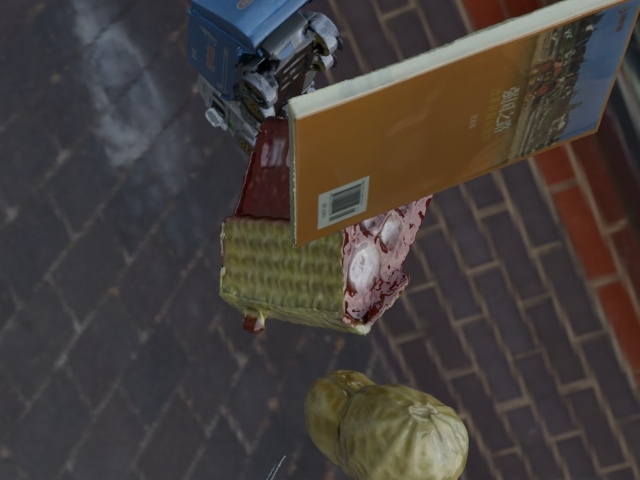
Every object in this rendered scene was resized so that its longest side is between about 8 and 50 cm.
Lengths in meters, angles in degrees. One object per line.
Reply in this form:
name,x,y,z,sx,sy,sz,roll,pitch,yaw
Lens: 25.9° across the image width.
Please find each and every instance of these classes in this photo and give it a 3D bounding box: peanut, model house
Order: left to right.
model house,0.000,0.000,1.648,0.160,0.196,0.253,34,70,-50
peanut,0.075,0.236,1.718,0.147,0.147,0.305,67,-18,-10

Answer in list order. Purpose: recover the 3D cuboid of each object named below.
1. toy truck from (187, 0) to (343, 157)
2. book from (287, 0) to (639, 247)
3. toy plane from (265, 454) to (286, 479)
toy truck,-0.084,-0.253,1.938,0.175,0.146,0.367,45,-17,9
book,0.140,-0.123,1.413,0.262,0.374,0.028,91,-25,-61
toy plane,-0.092,0.348,1.568,0.058,0.226,0.226,40,46,-22
